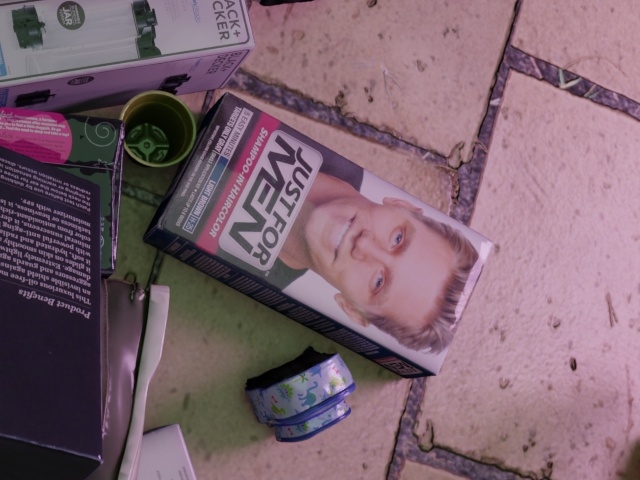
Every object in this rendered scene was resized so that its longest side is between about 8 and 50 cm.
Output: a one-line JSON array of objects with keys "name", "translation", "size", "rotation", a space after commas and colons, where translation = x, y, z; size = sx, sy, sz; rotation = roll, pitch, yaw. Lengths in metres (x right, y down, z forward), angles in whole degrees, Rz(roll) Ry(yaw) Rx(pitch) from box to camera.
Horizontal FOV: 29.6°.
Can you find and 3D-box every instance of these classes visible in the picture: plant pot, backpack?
[{"name": "plant pot", "translation": [-0.183, -0.113, 1.314], "size": [0.083, 0.079, 0.083], "rotation": [3, 81, -17]}, {"name": "backpack", "translation": [-0.015, 0.166, 1.303], "size": [0.105, 0.114, 0.084], "rotation": [-26, 90, -20]}]

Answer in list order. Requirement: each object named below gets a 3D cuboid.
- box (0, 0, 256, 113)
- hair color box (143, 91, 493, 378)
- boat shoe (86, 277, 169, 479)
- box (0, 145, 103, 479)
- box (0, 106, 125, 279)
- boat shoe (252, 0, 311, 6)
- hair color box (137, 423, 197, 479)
[{"name": "box", "translation": [-0.229, -0.199, 1.268], "size": [0.290, 0.169, 0.087], "rotation": [-12, 85, -20]}, {"name": "hair color box", "translation": [0.000, 0.000, 1.341], "size": [0.347, 0.105, 0.174], "rotation": [28, 74, -12]}, {"name": "boat shoe", "translation": [-0.210, 0.176, 1.135], "size": [0.091, 0.109, 0.305], "rotation": [12, 61, -8]}, {"name": "box", "translation": [-0.329, 0.117, 1.029], "size": [0.182, 0.296, 0.294], "rotation": [22, 41, -31]}, {"name": "box", "translation": [-0.333, -0.043, 1.224], "size": [0.247, 0.142, 0.163], "rotation": [5, 81, -16]}, {"name": "boat shoe", "translation": [-0.094, -0.400, 1.385], "size": [0.158, 0.127, 0.341], "rotation": [-12, 64, -55]}, {"name": "hair color box", "translation": [-0.293, 0.331, 1.189], "size": [0.374, 0.113, 0.185], "rotation": [-18, 86, -20]}]
